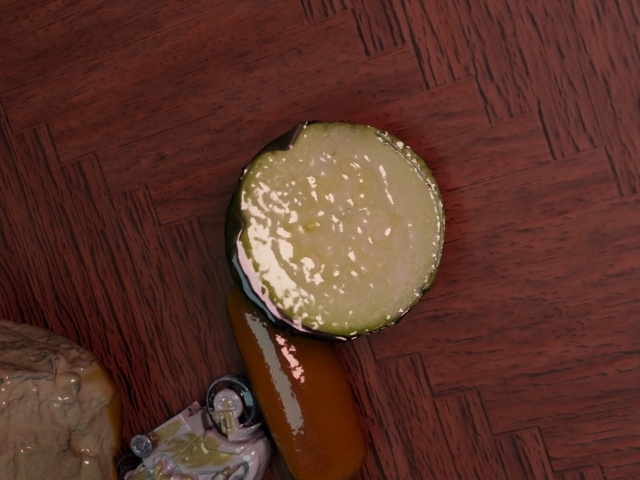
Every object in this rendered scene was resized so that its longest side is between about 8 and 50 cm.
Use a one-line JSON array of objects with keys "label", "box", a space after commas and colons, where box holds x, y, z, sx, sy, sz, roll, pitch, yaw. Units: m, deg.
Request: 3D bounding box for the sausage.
[{"label": "sausage", "box": [-0.023, 0.143, 1.430, 0.098, 0.098, 0.238, -22, 90, 28]}]

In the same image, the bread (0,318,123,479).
[{"label": "bread", "box": [-0.349, 0.223, 1.522, 0.250, 0.225, 0.279, 18, 108, 41]}]

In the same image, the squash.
[{"label": "squash", "box": [0.012, -0.001, 1.353, 0.220, 0.133, 0.220, 1, 79, -4]}]

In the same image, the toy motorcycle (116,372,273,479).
[{"label": "toy motorcycle", "box": [-0.126, 0.248, 1.519, 0.229, 0.074, 0.151, -40, 88, 25]}]
